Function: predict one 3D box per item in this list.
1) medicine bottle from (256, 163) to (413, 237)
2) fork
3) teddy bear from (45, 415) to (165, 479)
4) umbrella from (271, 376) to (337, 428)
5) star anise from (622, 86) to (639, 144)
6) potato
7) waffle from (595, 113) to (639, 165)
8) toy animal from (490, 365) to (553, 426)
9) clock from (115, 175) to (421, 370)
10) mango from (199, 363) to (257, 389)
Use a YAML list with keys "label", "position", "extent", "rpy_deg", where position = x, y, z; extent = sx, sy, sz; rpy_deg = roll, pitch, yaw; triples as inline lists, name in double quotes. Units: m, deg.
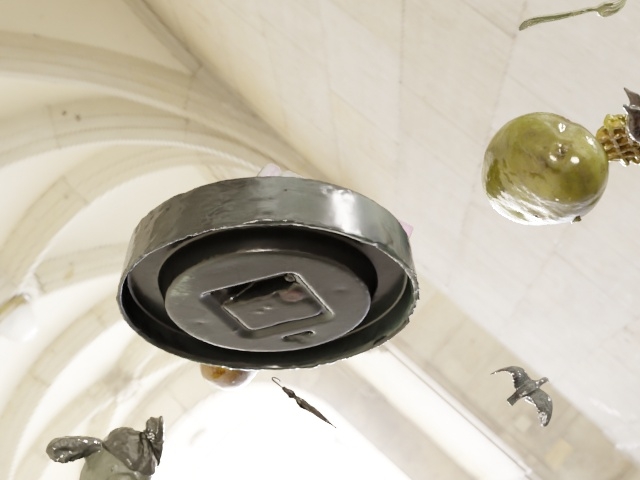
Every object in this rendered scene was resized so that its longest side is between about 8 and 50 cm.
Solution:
- label: "medicine bottle"
  position: [0.000, 0.000, 1.777]
  extent: [0.202, 0.315, 0.202]
  rpy_deg: [25, -90, -84]
- label: "fork"
  position: [0.473, -0.422, 1.699]
  extent: [0.219, 0.028, 0.034]
  rpy_deg: [-15, -31, -4]
- label: "teddy bear"
  position: [-0.322, 0.365, 1.304]
  extent: [0.144, 0.171, 0.251]
  rpy_deg: [24, 95, 69]
- label: "umbrella"
  position: [-0.026, 0.234, 1.309]
  extent: [0.013, 0.122, 0.022]
  rpy_deg: [-60, -22, 15]
- label: "star anise"
  position: [0.563, -0.177, 1.539]
  extent: [0.061, 0.181, 0.204]
  rpy_deg: [-31, 6, 27]
- label: "potato"
  position: [0.353, -0.111, 1.439]
  extent: [0.148, 0.197, 0.228]
  rpy_deg: [-36, -22, -12]
- label: "waffle"
  position: [0.597, -0.196, 1.678]
  extent: [0.194, 0.051, 0.149]
  rpy_deg: [3, -33, -12]
- label: "toy animal"
  position: [0.223, 0.160, 0.967]
  extent: [0.050, 0.084, 0.028]
  rpy_deg: [-12, -47, -37]
- label: "clock"
  position: [-0.047, 0.040, 0.851]
  extent: [0.281, 0.280, 0.055]
  rpy_deg: [110, 162, -55]
- label: "mango"
  position: [-0.125, 0.170, 1.350]
  extent: [0.115, 0.089, 0.165]
  rpy_deg: [-44, 3, -13]
